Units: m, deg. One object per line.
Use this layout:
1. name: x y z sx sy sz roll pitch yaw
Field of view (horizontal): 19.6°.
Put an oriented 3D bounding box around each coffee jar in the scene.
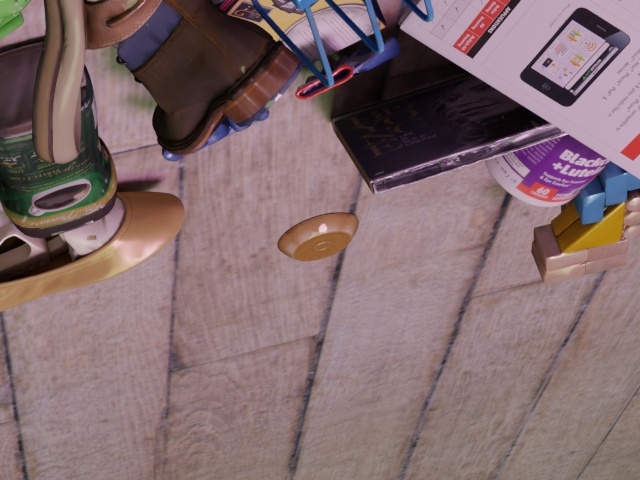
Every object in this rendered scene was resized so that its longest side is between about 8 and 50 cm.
1. coffee jar: -0.211 -0.072 1.417 0.096 0.079 0.184 -18 156 -8

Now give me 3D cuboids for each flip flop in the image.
1. flip flop: -0.133 -0.159 1.172 0.080 0.112 0.277 11 130 -5

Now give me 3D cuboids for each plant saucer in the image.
1. plant saucer: 0.000 0.000 1.816 0.083 0.015 0.083 -16 156 -7

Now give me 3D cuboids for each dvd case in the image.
1. dvd case: 0.102 -0.096 1.508 0.164 0.018 0.221 -18 -163 -2

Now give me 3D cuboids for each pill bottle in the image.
1. pill bottle: 0.228 -0.120 1.606 0.108 0.108 0.193 -5 153 -29

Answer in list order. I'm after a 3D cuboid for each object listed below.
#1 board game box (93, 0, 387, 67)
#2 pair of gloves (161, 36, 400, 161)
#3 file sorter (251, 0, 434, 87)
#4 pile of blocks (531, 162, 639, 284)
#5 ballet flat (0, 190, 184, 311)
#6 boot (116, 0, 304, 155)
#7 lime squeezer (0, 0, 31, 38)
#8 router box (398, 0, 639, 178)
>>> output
1. board game box: -0.071 -0.179 1.333 0.165 0.042 0.243 -25 156 13
2. pair of gloves: -0.030 -0.113 1.461 0.198 0.023 0.159 -25 -175 10
3. file sorter: 0.035 -0.199 1.195 0.170 0.118 0.104 -34 145 -9
4. pile of blocks: 0.317 -0.108 1.722 0.362 0.113 0.149 -38 137 24
5. ballet flat: -0.230 0.006 1.585 0.232 0.080 0.073 -23 141 7
6. boot: -0.095 -0.127 1.306 0.082 0.106 0.219 -52 -165 -21
7. lime squeezer: -0.237 -0.161 1.167 0.110 0.059 0.310 30 143 -6
8. router box: 0.262 -0.190 1.289 0.301 0.082 0.335 32 139 -8
